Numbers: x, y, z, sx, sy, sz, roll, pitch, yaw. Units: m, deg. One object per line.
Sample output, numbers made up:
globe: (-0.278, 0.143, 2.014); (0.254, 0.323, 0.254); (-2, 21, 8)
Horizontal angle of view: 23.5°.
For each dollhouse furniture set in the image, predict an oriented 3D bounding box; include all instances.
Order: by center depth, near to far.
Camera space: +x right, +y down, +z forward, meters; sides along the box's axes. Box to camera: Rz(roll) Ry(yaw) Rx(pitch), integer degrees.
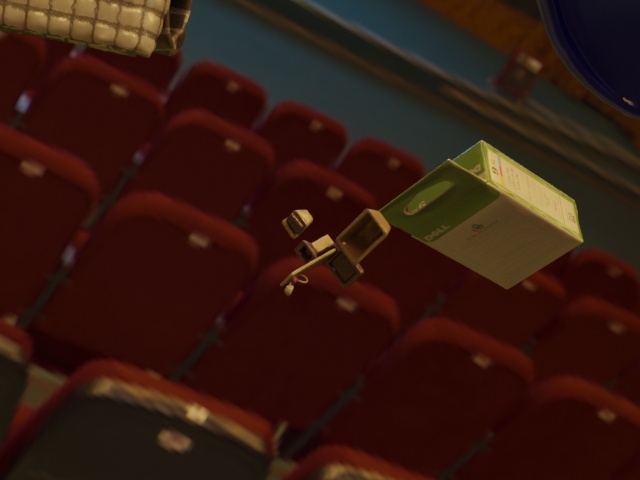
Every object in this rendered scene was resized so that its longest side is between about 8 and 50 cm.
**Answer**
dollhouse furniture set: (0.000, 0.000, 1.458); (0.081, 0.114, 0.091); (-29, 80, -40)

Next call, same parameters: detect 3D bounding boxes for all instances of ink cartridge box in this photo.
ink cartridge box: (0.160, -0.034, 1.581); (0.209, 0.109, 0.062); (27, 42, -35)

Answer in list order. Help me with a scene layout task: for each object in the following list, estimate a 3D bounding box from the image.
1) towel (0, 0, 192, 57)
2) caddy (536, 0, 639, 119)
towel: (-0.214, -0.266, 1.150); (0.284, 0.235, 0.121); (11, -1, 9)
caddy: (0.222, -0.216, 0.791); (0.241, 0.341, 0.179); (1, 52, 21)
